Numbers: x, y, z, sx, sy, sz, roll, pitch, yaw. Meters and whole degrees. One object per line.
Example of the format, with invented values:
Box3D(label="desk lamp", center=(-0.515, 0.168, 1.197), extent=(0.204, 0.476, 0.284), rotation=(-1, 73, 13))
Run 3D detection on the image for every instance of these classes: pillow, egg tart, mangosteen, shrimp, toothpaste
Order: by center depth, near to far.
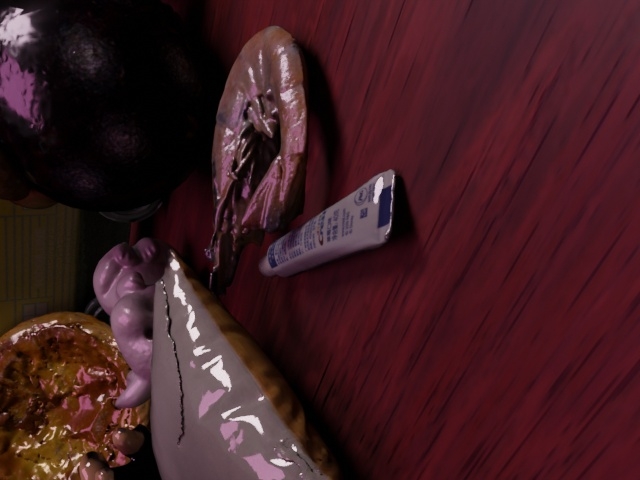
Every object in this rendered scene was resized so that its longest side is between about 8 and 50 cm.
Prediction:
Box3D(label="toothpaste", center=(0.000, 0.000, 0.596), extent=(0.216, 0.037, 0.062), rotation=(-28, 55, 55))
Box3D(label="shrimp", center=(-0.050, -0.069, 0.632), extent=(0.145, 0.059, 0.254), rotation=(1, 84, 52))
Box3D(label="pillow", center=(-0.091, 0.217, 0.695), extent=(0.312, 0.119, 0.310), rotation=(46, 142, 35))
Box3D(label="mangosteen", center=(-0.261, -0.154, 0.756), extent=(0.288, 0.288, 0.288), rotation=(17, 110, 57))
Box3D(label="egg tart", center=(-0.360, 0.248, 0.987), extent=(0.115, 0.290, 0.290), rotation=(79, 179, -81))

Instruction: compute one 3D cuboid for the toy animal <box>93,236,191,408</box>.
Box3D(label="toy animal", center=(-0.218, 0.105, 0.889), extent=(0.193, 0.127, 0.178), rotation=(59, 143, 32))

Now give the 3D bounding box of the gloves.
Box3D(label="gloves", center=(-0.217, 0.356, 0.876), extent=(0.197, 0.152, 0.301), rotation=(9, 133, 26))

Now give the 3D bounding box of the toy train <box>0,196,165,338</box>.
Box3D(label="toy train", center=(-0.391, -0.013, 1.012), extent=(0.179, 0.272, 0.442), rotation=(55, 139, 44))
